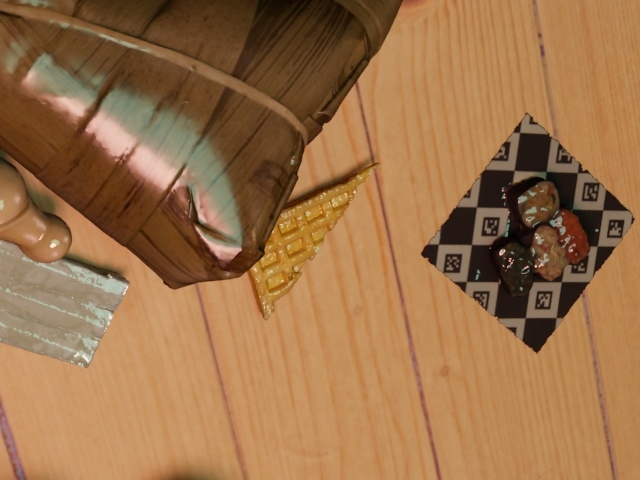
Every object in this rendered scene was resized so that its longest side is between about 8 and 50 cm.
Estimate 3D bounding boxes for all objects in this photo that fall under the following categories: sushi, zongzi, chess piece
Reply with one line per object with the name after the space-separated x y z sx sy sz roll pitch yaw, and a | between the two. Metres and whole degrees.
0.273 0.000 2.069 0.231 0.047 0.220 39 85 -29 | sushi
-0.188 -0.259 1.746 0.500 0.218 0.467 39 60 -17 | zongzi
-0.381 -0.069 1.691 0.307 0.139 0.124 37 44 -34 | chess piece

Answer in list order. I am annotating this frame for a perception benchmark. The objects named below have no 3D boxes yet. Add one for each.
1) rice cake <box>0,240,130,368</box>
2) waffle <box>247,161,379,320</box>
-0.323 0.058 1.802 0.211 0.038 0.124 26 91 -28 | rice cake
0.000 0.000 1.945 0.191 0.032 0.125 -24 111 -17 | waffle
